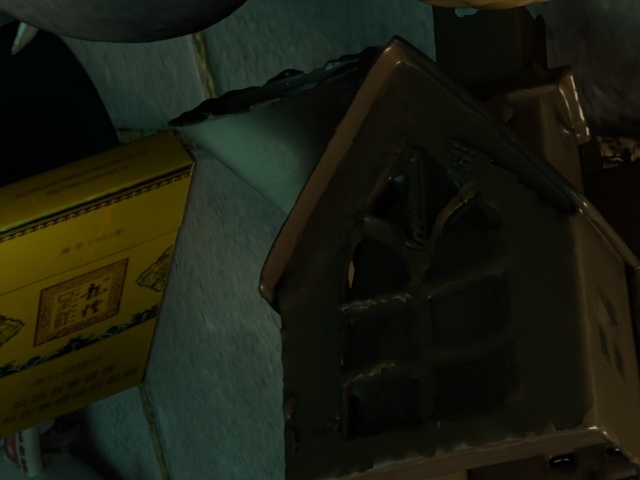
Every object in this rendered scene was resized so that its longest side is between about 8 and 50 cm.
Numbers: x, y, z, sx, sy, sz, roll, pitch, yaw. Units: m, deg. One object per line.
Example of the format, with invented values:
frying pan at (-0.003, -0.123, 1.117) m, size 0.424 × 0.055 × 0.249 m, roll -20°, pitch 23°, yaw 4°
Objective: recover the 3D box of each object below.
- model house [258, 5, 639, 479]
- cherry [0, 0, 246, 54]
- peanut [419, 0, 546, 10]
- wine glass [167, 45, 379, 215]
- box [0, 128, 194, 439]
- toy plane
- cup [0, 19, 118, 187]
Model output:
model house at (0.101, -0.001, 0.697) m, size 0.204 × 0.211 × 0.243 m, roll -15°, pitch 61°, yaw 23°
cherry at (-0.124, -0.228, 0.869) m, size 0.255 × 0.218 × 0.296 m, roll 52°, pitch 142°, yaw 41°
peanut at (0.116, -0.152, 0.580) m, size 0.291 × 0.143 × 0.159 m, roll 13°, pitch 129°, yaw 54°
wine glass at (0.000, 0.000, 0.913) m, size 0.122 × 0.122 × 0.183 m, roll 0°, pitch 109°, yaw 60°
box at (-0.183, 0.043, 1.212) m, size 0.041 × 0.153 × 0.279 m, roll 55°, pitch 148°, yaw 25°
toy plane at (-0.233, 0.244, 1.472) m, size 0.252 × 0.118 × 0.252 m, roll 40°, pitch 139°, yaw 47°
cup at (-0.336, -0.040, 1.281) m, size 0.308 × 0.292 × 0.242 m, roll 62°, pitch 151°, yaw 12°
